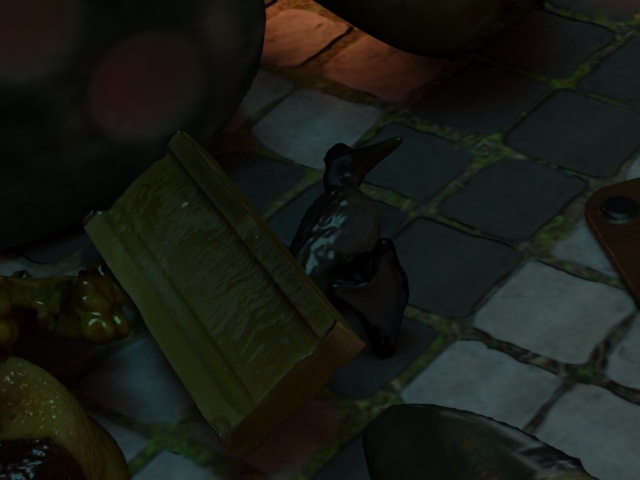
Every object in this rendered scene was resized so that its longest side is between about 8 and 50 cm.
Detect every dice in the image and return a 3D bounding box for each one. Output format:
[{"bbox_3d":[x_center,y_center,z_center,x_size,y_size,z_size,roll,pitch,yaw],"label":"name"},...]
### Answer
[{"bbox_3d":[-0.251,-0.209,1.240,0.348,0.328,0.330,-20,38,-15],"label":"dice"}]

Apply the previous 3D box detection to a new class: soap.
[{"bbox_3d":[-0.062,0.025,1.098,0.092,0.037,0.252,-44,37,3],"label":"soap"}]

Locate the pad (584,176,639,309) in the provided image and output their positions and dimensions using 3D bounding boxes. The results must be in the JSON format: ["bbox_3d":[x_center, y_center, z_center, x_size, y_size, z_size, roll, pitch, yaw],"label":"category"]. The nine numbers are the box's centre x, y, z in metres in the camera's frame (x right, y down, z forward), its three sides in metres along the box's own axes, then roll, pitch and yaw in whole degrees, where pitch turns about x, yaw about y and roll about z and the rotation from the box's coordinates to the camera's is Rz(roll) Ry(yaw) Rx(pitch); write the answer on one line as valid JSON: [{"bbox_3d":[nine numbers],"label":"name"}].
[{"bbox_3d":[0.331,0.019,1.102,0.286,0.018,0.284,-15,38,-7],"label":"pad"}]

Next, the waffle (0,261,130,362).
[{"bbox_3d":[-0.219,0.031,1.058,0.228,0.051,0.231,3,2,-3],"label":"waffle"}]

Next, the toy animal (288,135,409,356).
[{"bbox_3d":[0.008,0.001,1.140,0.105,0.070,0.202,-18,38,18],"label":"toy animal"}]

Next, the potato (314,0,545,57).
[{"bbox_3d":[0.031,-0.248,1.321,0.307,0.173,0.210,35,25,4],"label":"potato"}]

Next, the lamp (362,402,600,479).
[{"bbox_3d":[0.098,0.147,0.905,0.101,0.101,0.250,-24,37,-20],"label":"lamp"}]

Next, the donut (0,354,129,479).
[{"bbox_3d":[-0.200,0.122,1.012,0.184,0.073,0.166,13,45,27],"label":"donut"}]
